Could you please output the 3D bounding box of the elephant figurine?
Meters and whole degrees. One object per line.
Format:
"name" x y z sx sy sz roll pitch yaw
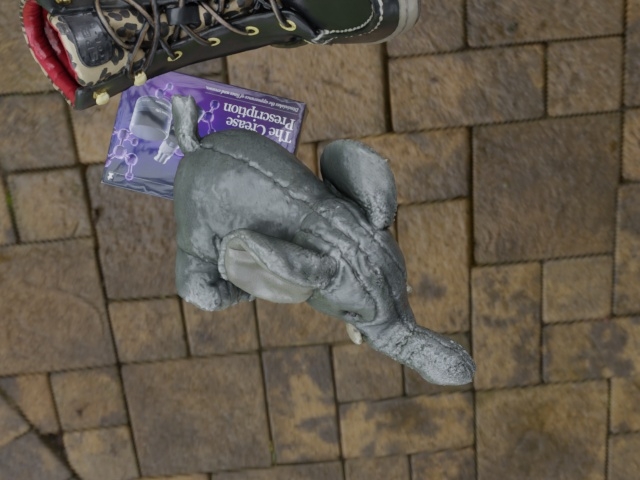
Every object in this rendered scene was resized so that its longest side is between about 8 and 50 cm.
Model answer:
"elephant figurine" 0.000 0.000 0.770 0.186 0.239 0.169 12 95 -46

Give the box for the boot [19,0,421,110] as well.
"boot" -0.108 -0.217 0.918 0.284 0.377 0.138 -26 119 -21

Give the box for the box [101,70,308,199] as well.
"box" -0.165 -0.139 1.430 0.261 0.103 0.184 13 94 1
